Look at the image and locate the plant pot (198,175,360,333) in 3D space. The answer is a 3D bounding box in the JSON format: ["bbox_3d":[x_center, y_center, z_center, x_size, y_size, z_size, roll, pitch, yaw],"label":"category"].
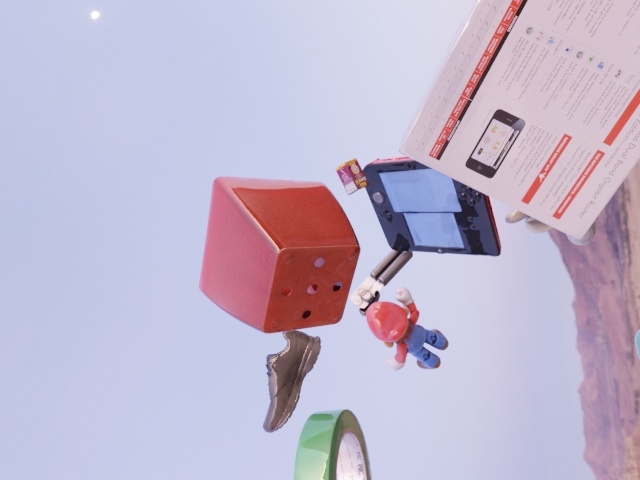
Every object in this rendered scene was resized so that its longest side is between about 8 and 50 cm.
[{"bbox_3d":[-0.069,0.040,0.965,0.267,0.235,0.268,-2,-64,-33],"label":"plant pot"}]

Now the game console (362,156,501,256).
[{"bbox_3d":[0.321,-0.097,1.417,0.060,0.386,0.342,-43,-58,-36],"label":"game console"}]

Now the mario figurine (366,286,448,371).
[{"bbox_3d":[0.246,0.273,1.456,0.320,0.170,0.198,37,-141,-33],"label":"mario figurine"}]

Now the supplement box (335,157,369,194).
[{"bbox_3d":[0.086,-0.173,1.284,0.055,0.043,0.083,-30,-88,-42],"label":"supplement box"}]

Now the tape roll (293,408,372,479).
[{"bbox_3d":[0.037,0.536,1.024,0.321,0.077,0.322,-10,-90,-72],"label":"tape roll"}]

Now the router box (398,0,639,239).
[{"bbox_3d":[0.318,-0.214,0.665,0.336,0.300,0.082,-63,1,21],"label":"router box"}]

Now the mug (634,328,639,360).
[{"bbox_3d":[0.683,0.210,0.923,0.158,0.129,0.098,89,-178,-58],"label":"mug"}]

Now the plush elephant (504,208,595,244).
[{"bbox_3d":[0.661,-0.129,1.402,0.330,0.255,0.272,-32,-92,-39],"label":"plush elephant"}]

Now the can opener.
[{"bbox_3d":[0.209,0.130,1.624,0.280,0.074,0.093,-48,-38,-13],"label":"can opener"}]

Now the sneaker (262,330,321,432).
[{"bbox_3d":[-0.104,0.378,1.304,0.109,0.130,0.287,138,156,-76],"label":"sneaker"}]
